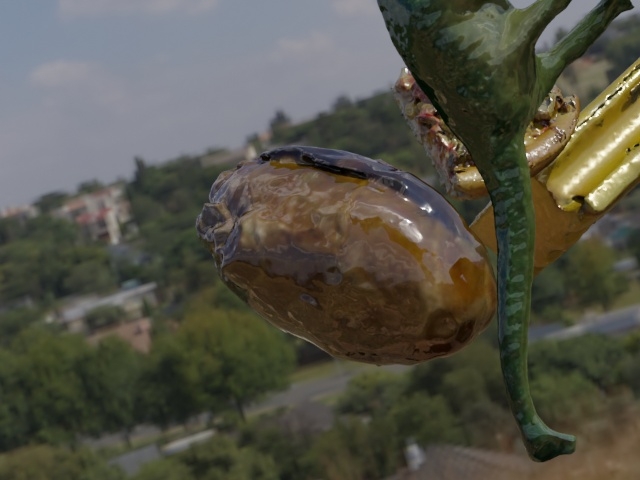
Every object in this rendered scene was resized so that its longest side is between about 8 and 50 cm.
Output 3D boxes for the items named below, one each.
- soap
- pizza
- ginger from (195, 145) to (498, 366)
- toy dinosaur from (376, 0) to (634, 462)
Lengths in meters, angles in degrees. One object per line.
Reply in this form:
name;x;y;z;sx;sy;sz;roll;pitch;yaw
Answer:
soap;0.321;-0.107;1.596;0.324;0.096;0.204;-42;-6;-26
pizza;0.143;-0.122;1.418;0.193;0.053;0.201;25;47;22
ginger;0.000;0.000;1.227;0.321;0.165;0.172;27;6;43
toy dinosaur;0.071;-0.090;0.998;0.301;0.447;0.087;-54;1;5
